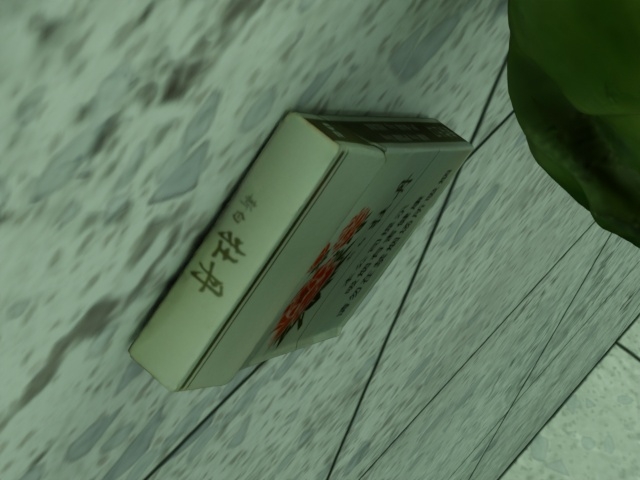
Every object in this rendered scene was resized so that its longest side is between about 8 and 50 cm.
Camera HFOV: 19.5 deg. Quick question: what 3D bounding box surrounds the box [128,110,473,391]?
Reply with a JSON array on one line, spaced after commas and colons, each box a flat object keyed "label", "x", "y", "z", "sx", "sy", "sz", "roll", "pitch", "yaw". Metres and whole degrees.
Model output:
[{"label": "box", "x": 0.000, "y": 0.000, "z": 0.736, "sx": 0.109, "sy": 0.029, "sz": 0.198, "roll": -55, "pitch": 168, "yaw": 13}]

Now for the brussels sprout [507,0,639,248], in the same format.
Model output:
[{"label": "brussels sprout", "x": 0.200, "y": -0.096, "z": 0.658, "sx": 0.294, "sy": 0.259, "sz": 0.227, "roll": -13, "pitch": 108, "yaw": -81}]
